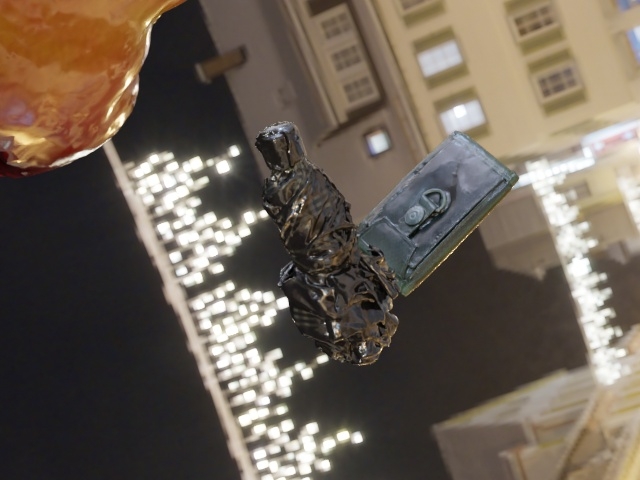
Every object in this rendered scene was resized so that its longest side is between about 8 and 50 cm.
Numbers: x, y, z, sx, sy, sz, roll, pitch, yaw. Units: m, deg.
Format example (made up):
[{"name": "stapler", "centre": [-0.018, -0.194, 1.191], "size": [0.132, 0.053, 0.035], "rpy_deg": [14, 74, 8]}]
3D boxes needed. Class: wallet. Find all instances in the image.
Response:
[{"name": "wallet", "centre": [0.162, -0.045, 1.796], "size": [0.055, 0.236, 0.160], "rpy_deg": [40, -176, -43]}]

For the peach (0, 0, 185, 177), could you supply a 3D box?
[{"name": "peach", "centre": [-0.217, -0.257, 0.790], "size": [0.406, 0.310, 0.335], "rpy_deg": [54, 161, -5]}]

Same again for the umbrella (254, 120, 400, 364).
[{"name": "umbrella", "centre": [-0.008, 0.001, 1.540], "size": [0.128, 0.154, 0.336], "rpy_deg": [-46, -64, -39]}]
